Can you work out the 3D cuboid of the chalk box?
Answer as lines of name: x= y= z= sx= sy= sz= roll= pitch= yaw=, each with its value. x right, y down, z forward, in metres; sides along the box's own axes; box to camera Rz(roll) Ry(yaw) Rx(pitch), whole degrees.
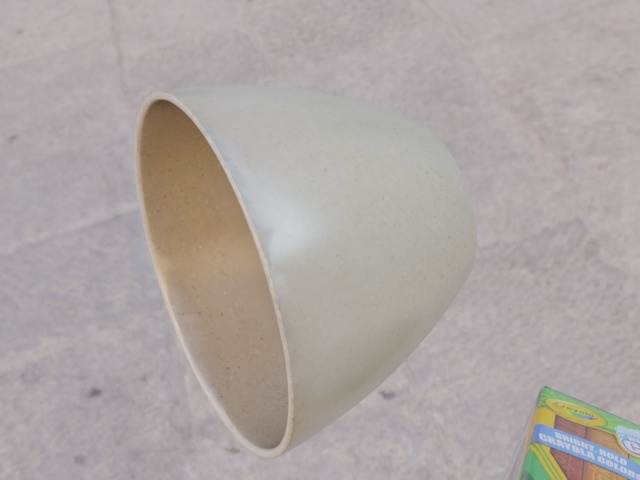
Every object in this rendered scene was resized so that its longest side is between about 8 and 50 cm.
chalk box: x=0.246 y=0.265 z=0.917 sx=0.180 sy=0.179 sz=0.289 roll=22 pitch=19 yaw=10

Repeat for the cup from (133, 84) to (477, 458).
cup: x=0.000 y=0.000 z=0.923 sx=0.236 sy=0.331 sz=0.331 roll=-18 pitch=41 yaw=-22
